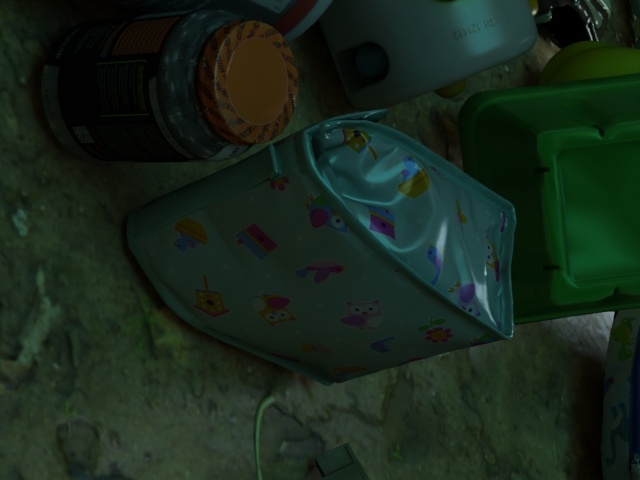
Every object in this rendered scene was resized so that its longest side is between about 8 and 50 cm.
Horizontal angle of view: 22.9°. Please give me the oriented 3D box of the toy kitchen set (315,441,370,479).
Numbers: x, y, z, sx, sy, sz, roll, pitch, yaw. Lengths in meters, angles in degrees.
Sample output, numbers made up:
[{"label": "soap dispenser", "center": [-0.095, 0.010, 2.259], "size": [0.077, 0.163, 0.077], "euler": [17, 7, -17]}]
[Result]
[{"label": "toy kitchen set", "center": [0.013, 0.241, 1.401], "size": [0.068, 0.075, 0.083], "euler": [-22, 58, -13]}]

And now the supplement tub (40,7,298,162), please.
[{"label": "supplement tub", "center": [-0.116, -0.118, 1.219], "size": [0.117, 0.190, 0.117], "euler": [-3, 95, -48]}]

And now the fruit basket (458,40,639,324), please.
[{"label": "fruit basket", "center": [0.324, -0.072, 1.655], "size": [0.392, 0.392, 0.283], "euler": [-14, 99, -49]}]

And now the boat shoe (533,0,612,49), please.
[{"label": "boat shoe", "center": [0.243, -0.282, 1.748], "size": [0.257, 0.095, 0.095], "euler": [29, 65, -40]}]

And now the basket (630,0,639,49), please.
[{"label": "basket", "center": [0.527, -0.274, 1.907], "size": [0.201, 0.289, 0.255], "euler": [13, 73, -43]}]

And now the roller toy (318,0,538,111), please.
[{"label": "roller toy", "center": [0.102, -0.205, 1.496], "size": [0.146, 0.191, 0.209], "euler": [69, 18, -5]}]

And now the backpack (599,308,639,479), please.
[{"label": "backpack", "center": [0.430, 0.217, 1.725], "size": [0.290, 0.273, 0.356], "euler": [15, 56, -38]}]

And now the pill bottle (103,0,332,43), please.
[{"label": "pill bottle", "center": [-0.155, -0.293, 1.221], "size": [0.363, 0.210, 0.210], "euler": [19, 66, -43]}]

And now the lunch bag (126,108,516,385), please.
[{"label": "lunch bag", "center": [0.000, 0.000, 1.301], "size": [0.262, 0.223, 0.160], "euler": [31, 53, -37]}]
